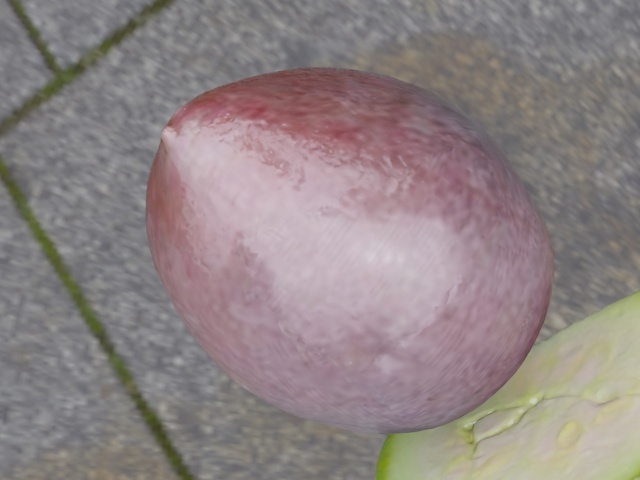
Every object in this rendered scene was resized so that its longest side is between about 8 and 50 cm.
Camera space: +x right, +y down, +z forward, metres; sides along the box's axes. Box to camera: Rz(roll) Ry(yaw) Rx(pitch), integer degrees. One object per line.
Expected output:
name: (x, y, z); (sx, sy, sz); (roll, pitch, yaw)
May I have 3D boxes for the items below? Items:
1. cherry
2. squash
cherry: (0.004, 0.007, 1.143); (0.239, 0.239, 0.206); (29, 124, 21)
squash: (0.207, 0.227, 1.201); (0.233, 0.210, 0.309); (-29, 116, 10)
